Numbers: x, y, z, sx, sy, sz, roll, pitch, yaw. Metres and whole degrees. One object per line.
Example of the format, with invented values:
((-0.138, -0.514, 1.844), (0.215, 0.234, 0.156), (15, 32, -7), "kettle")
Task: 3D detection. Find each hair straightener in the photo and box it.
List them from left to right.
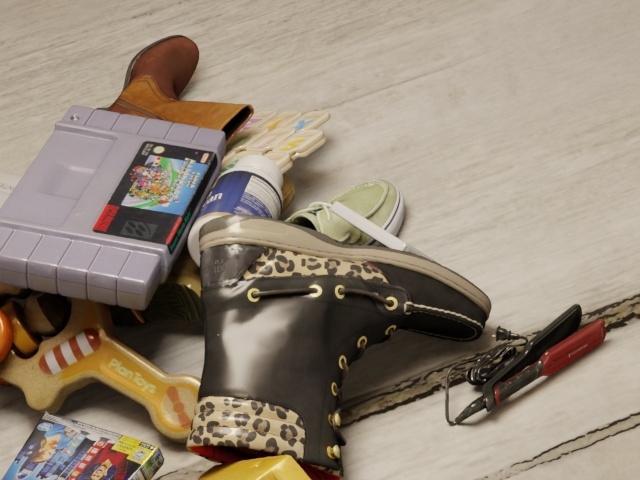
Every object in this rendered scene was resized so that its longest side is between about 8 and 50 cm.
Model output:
((0.233, 0.146, 1.865), (0.230, 0.047, 0.089), (-34, 46, -18), "hair straightener")

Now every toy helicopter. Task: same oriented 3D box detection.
((-0.267, 0.123, 1.904), (0.355, 0.140, 0.235), (30, 81, 17), "toy helicopter")

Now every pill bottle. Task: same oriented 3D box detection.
((-0.101, -0.035, 1.959), (0.094, 0.094, 0.169), (2, 36, 15), "pill bottle")

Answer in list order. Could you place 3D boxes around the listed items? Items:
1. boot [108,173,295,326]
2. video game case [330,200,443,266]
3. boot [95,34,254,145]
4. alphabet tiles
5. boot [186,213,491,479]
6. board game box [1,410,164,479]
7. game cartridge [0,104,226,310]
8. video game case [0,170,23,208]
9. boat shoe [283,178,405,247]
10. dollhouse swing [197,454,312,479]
((-0.188, 0.004, 2.087), (0.236, 0.089, 0.269), (5, 38, 24), "boot")
((0.103, 0.010, 1.959), (0.019, 0.143, 0.157), (-57, 40, 1), "video game case")
((-0.201, -0.204, 2.247), (0.280, 0.096, 0.264), (8, 42, 48), "boot")
((-0.129, -0.122, 2.180), (0.284, 0.021, 0.278), (6, 35, 47), "alphabet tiles")
((0.019, 0.144, 1.815), (0.377, 0.138, 0.284), (18, 65, -23), "boot")
((-0.300, 0.300, 1.767), (0.194, 0.060, 0.194), (10, 48, 39), "board game box")
((-0.266, -0.053, 1.950), (0.230, 0.068, 0.355), (6, 36, 10), "game cartridge")
((-0.532, 0.008, 2.053), (0.300, 0.036, 0.329), (14, 45, 40), "video game case")
((0.000, 0.000, 2.034), (0.109, 0.094, 0.302), (26, 53, 35), "boat shoe")
((-0.110, 0.444, 1.582), (0.347, 0.305, 0.315), (-36, 5, -26), "dollhouse swing")
